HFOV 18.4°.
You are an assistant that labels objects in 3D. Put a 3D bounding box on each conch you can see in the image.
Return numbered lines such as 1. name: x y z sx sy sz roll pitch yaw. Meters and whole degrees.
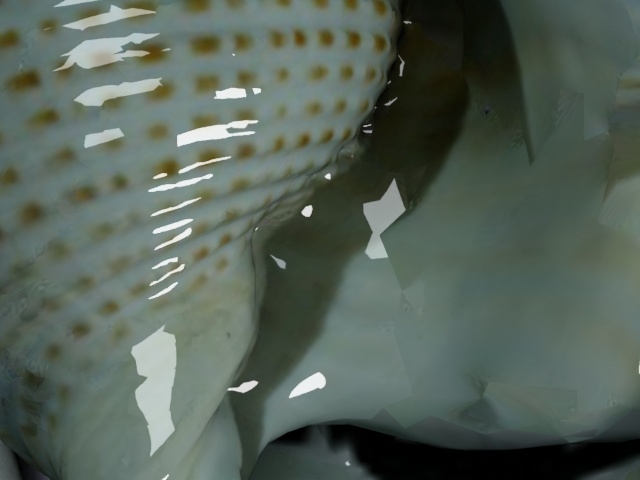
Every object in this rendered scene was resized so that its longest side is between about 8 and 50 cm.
1. conch: 0.002 -0.008 0.663 0.303 0.215 0.319 -7 105 12

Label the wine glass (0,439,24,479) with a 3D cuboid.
1. wine glass: -0.139 0.167 0.751 0.103 0.103 0.222 -15 70 1
